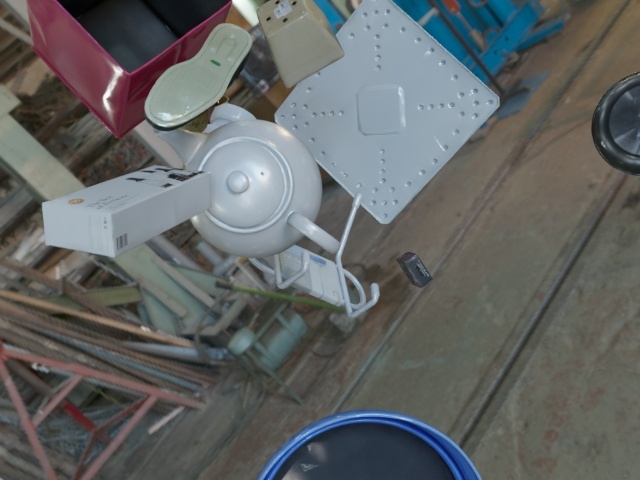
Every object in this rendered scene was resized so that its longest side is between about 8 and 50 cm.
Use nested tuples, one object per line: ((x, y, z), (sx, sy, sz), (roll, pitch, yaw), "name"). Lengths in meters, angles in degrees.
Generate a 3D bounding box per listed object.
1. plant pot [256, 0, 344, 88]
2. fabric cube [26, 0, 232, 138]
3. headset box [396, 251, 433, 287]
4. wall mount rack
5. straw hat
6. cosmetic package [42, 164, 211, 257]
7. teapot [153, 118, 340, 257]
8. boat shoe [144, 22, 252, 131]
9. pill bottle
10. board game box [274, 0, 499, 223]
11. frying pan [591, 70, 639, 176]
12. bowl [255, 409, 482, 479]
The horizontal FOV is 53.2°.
((-0.042, -0.329, 1.009), (0.109, 0.096, 0.109), (-28, 56, 12), "plant pot")
((-0.353, -0.396, 1.174), (0.259, 0.254, 0.258), (-46, 2, -25), "fabric cube")
((0.185, 0.057, 1.251), (0.032, 0.062, 0.083), (-34, 4, -5), "headset box")
((0.000, 0.000, 1.381), (0.130, 0.350, 0.304), (-40, 42, 30), "wall mount rack")
((-0.230, -0.215, 1.113), (0.144, 0.061, 0.144), (1, 27, 0), "straw hat")
((-0.244, -0.048, 0.846), (0.099, 0.060, 0.239), (7, 19, 17), "cosmetic package")
((-0.112, -0.084, 1.042), (0.256, 0.252, 0.187), (-10, 0, 2), "teapot")
((-0.179, -0.230, 0.951), (0.233, 0.084, 0.079), (-58, 4, -36), "boat shoe")
((-0.224, -0.166, 1.387), (0.136, 0.136, 0.245), (-12, 57, 63), "pill bottle")
((0.145, -0.305, 1.498), (0.390, 0.390, 0.050), (-48, -7, 20), "board game box")
((0.642, -0.242, 1.121), (0.326, 0.197, 0.053), (-30, -16, 28), "frying pan")
((0.071, 0.450, 0.985), (0.391, 0.391, 0.077), (-45, 4, -4), "bowl")
